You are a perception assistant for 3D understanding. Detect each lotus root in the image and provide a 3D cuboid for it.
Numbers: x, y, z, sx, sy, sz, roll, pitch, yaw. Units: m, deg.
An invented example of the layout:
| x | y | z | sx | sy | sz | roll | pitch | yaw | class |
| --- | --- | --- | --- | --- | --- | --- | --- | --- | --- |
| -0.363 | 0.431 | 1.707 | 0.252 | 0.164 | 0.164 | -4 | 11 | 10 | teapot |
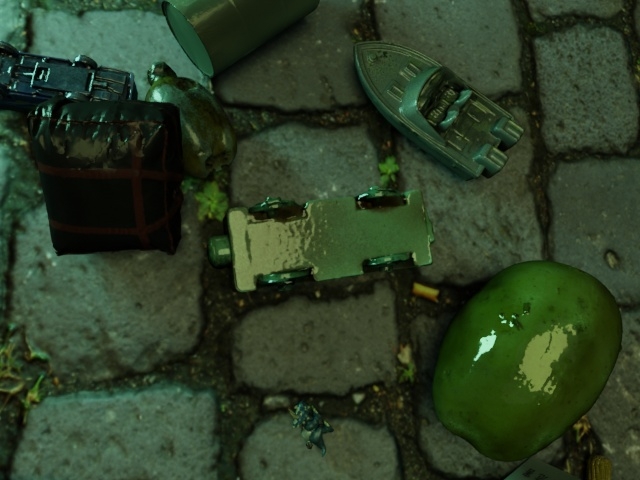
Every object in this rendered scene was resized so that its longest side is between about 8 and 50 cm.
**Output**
| x | y | z | sx | sy | sz | roll | pitch | yaw | class |
| --- | --- | --- | --- | --- | --- | --- | --- | --- | --- |
| -0.206 | -0.188 | 0.695 | 0.113 | 0.088 | 0.192 | -31 | 86 | -29 | lotus root |

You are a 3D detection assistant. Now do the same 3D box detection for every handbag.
| x | y | z | sx | sy | sz | roll | pitch | yaw | class |
| --- | --- | --- | --- | --- | --- | --- | --- | --- | --- |
| -0.271 | -0.081 | 0.611 | 0.169 | 0.155 | 0.215 | 4 | 123 | -9 | handbag |

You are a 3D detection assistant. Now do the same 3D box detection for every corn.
| x | y | z | sx | sy | sz | roll | pitch | yaw | class |
| --- | --- | --- | --- | --- | --- | --- | --- | --- | --- |
| 0.453 | 0.398 | 0.738 | 0.037 | 0.037 | 0.092 | 13 | 77 | -8 | corn |

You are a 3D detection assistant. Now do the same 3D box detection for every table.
| x | y | z | sx | sy | sz | roll | pitch | yaw | class |
| --- | --- | --- | --- | --- | --- | --- | --- | --- | --- |
| -0.121 | -0.373 | 0.721 | 0.220 | 0.126 | 0.126 | -40 | 89 | -14 | table |

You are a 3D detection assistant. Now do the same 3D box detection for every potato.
| x | y | z | sx | sy | sz | roll | pitch | yaw | class |
| --- | --- | --- | --- | --- | --- | --- | --- | --- | --- |
| 0.297 | 0.168 | 0.666 | 0.216 | 0.216 | 0.304 | 34 | 86 | -3 | potato |

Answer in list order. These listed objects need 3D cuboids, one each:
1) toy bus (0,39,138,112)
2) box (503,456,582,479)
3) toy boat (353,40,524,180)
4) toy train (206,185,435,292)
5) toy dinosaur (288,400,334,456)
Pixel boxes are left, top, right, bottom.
| x | y | z | sx | sy | sz | roll | pitch | yaw | class |
| --- | --- | --- | --- | --- | --- | --- | --- | --- | --- |
| -0.396 | -0.221 | 0.664 | 0.237 | 0.094 | 0.079 | 6 | 73 | -11 | toy bus |
| 0.249 | 0.451 | 0.604 | 0.330 | 0.210 | 0.095 | -29 | 86 | -14 | box |
| 0.186 | -0.235 | 0.769 | 0.320 | 0.092 | 0.141 | 35 | 75 | -2 | toy boat |
| 0.000 | 0.000 | 0.666 | 0.327 | 0.159 | 0.129 | -8 | 85 | -15 | toy train |
| -0.014 | 0.280 | 0.678 | 0.047 | 0.030 | 0.083 | -40 | 88 | -13 | toy dinosaur |
